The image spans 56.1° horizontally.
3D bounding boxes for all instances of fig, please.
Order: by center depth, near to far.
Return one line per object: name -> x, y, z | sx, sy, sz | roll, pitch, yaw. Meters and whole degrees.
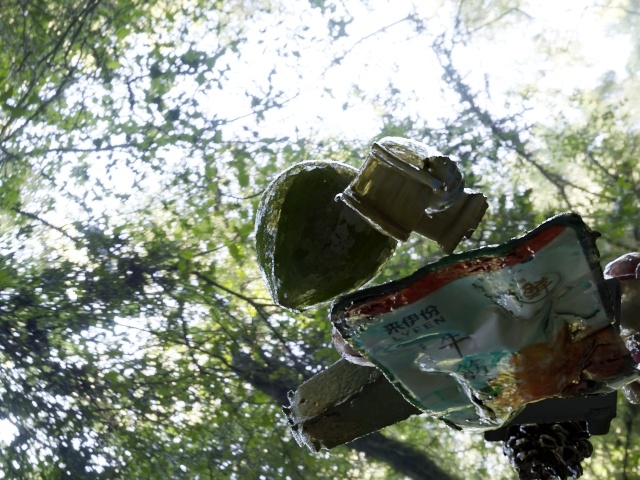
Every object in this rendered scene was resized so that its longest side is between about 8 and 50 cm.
fig -> 0.000, 0.000, 1.222 | 0.316, 0.316, 0.316 | 3, -96, -33

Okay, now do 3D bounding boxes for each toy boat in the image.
toy boat -> 0.105, -0.047, 0.608 | 0.121, 0.321, 0.089 | 31, -79, 7

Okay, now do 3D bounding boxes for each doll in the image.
doll -> 0.574, 0.151, 1.073 | 0.152, 0.196, 0.256 | 5, -117, -19

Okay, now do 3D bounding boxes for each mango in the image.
mango -> 0.066, 0.136, 0.827 | 0.063, 0.127, 0.077 | -17, -73, -46

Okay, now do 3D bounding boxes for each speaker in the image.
speaker -> 0.341, 0.174, 0.994 | 0.232, 0.184, 0.254 | -2, -81, -2

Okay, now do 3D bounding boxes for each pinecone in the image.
pinecone -> 0.532, 0.458, 1.434 | 0.272, 0.224, 0.224 | -37, -71, -64

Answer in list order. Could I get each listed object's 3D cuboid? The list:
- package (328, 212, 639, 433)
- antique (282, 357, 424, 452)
package -> 0.127, 0.080, 0.414 | 0.232, 0.166, 0.040 | 47, -154, -42
antique -> 0.067, 0.317, 1.216 | 0.284, 0.125, 0.150 | -26, -59, -3
